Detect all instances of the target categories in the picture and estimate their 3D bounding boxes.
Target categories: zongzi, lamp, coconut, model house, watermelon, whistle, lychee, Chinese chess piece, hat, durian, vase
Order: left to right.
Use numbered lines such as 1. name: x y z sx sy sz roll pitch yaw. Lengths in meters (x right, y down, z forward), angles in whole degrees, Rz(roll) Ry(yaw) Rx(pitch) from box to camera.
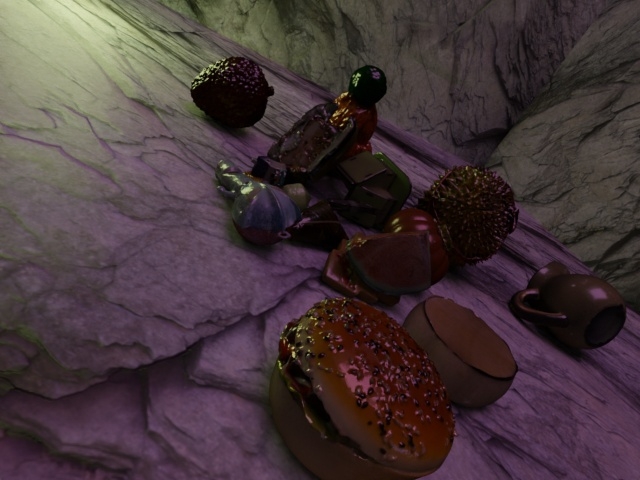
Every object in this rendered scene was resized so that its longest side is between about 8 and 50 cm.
1. lychee: -0.288 -0.486 1.484 0.271 0.236 0.236 2 31 -5
2. whistle: -0.160 -0.092 1.049 0.142 0.133 0.346 -30 44 -17
3. model house: -0.153 -0.167 1.199 0.100 0.100 0.087 23 29 -16
4. coconut: -0.068 -0.111 1.216 0.096 0.087 0.088 -1 37 -19
5. zongzi: 0.000 0.000 1.126 0.187 0.084 0.184 -29 84 -50
6. hat: 0.106 -0.453 1.663 0.285 0.400 0.285 25 23 -11
7. model house: 0.101 -0.165 1.400 0.279 0.205 0.218 1 38 -36
8. watermelon: 0.165 0.057 1.057 0.231 0.146 0.128 -6 4 -10
9. lamp: 0.259 0.021 1.224 0.223 0.197 0.223 57 20 -34
10. Chinese chess piece: 0.301 0.238 0.989 0.257 0.104 0.257 26 26 -14
11. durian: 0.471 -0.082 1.472 0.347 0.347 0.384 46 -9 27
12. vase: 0.795 0.212 1.506 0.329 0.240 0.302 -6 25 -15

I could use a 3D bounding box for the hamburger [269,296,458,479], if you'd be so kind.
1. hamburger: 0.064 0.218 0.676 0.300 0.176 0.300 27 25 -14

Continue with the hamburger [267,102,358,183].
1. hamburger: -0.026 -0.282 1.388 0.167 0.288 0.192 45 -5 2

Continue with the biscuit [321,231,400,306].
1. biscuit: 0.097 0.070 1.086 0.239 0.041 0.212 -5 61 -45
